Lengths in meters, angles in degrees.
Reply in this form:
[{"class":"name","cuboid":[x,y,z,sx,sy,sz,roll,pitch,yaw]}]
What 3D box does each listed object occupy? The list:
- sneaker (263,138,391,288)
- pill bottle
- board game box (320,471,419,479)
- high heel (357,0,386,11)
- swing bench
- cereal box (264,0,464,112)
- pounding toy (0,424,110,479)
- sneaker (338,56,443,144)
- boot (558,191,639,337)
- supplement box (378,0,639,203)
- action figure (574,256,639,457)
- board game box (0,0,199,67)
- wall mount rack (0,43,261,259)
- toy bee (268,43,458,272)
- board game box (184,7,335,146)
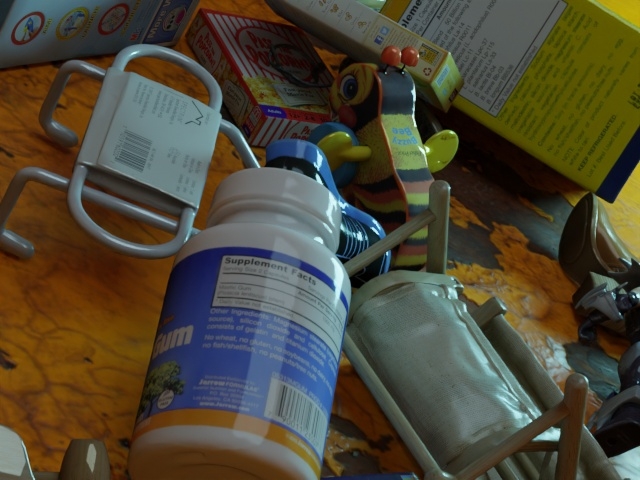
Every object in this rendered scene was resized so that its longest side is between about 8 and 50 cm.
[{"class":"sneaker","cuboid":[0.000,0.000,1.699,0.232,0.081,0.090,51,41,-48]},{"class":"pill bottle","cuboid":[-0.057,0.081,1.427,0.152,0.152,0.272,22,54,-18]},{"class":"board game box","cuboid":[0.057,0.270,1.448,0.141,0.048,0.170,5,40,-41]},{"class":"high heel","cuboid":[0.142,-0.301,2.324,0.261,0.093,0.186,33,42,-5]},{"class":"swing bench","cuboid":[0.132,0.132,1.572,0.253,0.165,0.254,56,-1,35]},{"class":"cereal box","cuboid":[0.042,-0.232,1.969,0.240,0.047,0.173,32,0,11]},{"class":"pounding toy","cuboid":[-0.269,0.216,1.206,0.270,0.155,0.154,2,70,-28]},{"class":"sneaker","cuboid":[0.102,-0.157,2.081,0.071,0.066,0.188,-6,48,-48]},{"class":"boot","cuboid":[0.358,0.041,2.033,0.152,0.073,0.197,20,45,-19]},{"class":"supplement box","cuboid":[0.250,-0.227,2.144,0.356,0.194,0.195,33,9,-1]},{"class":"action figure","cuboid":[0.343,0.133,1.844,0.185,0.099,0.285,36,34,-10]},{"class":"board game box","cuboid":[-0.208,-0.331,1.808,0.086,0.308,0.302,44,32,21]},{"class":"wall mount rack","cuboid":[-0.132,-0.031,1.639,0.304,0.130,0.350,23,33,-10]},{"class":"toy bee","cuboid":[0.050,-0.119,1.833,0.298,0.162,0.195,50,42,6]},{"class":"board game box","cuboid":[-0.051,-0.177,1.989,0.147,0.045,0.193,5,40,-39]}]
